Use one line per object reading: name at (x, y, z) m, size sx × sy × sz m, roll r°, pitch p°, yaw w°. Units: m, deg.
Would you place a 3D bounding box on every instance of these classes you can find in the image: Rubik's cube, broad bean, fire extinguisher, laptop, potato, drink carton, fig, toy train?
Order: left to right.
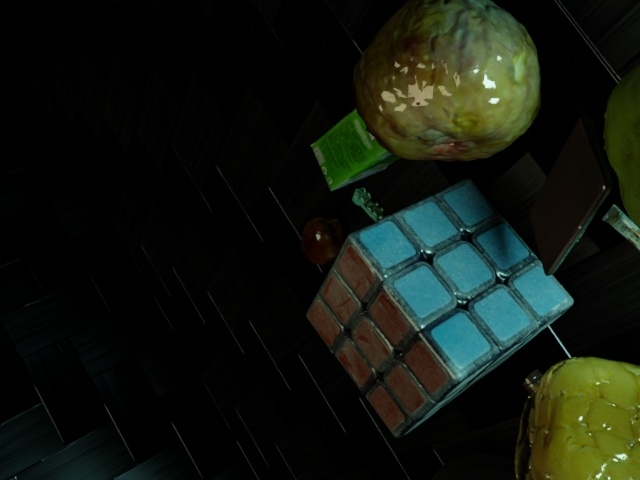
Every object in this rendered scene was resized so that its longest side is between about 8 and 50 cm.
broad bean at (0.000, 0.000, 1.711) m, size 0.165 × 0.085 × 0.114 m, roll 151°, pitch 109°, yaw -66°
toy train at (0.105, -0.076, 1.541) m, size 0.092 × 0.029 × 0.045 m, roll 50°, pitch 155°, yaw 20°
drink carton at (0.105, -0.198, 1.313) m, size 0.108 × 0.161 × 0.271 m, roll 63°, pitch 150°, yaw 2°
Rubik's cube at (0.201, 0.121, 1.273) m, size 0.305 × 0.301 × 0.303 m, roll 53°, pitch 149°, yaw 17°
fig at (0.205, -0.306, 1.056) m, size 0.286 × 0.286 × 0.368 m, roll -1°, pitch 75°, yaw 57°
fire extinguisher at (0.444, 0.313, 1.300) m, size 0.157 × 0.045 × 0.078 m, roll 47°, pitch 174°, yaw 25°
laptop at (0.373, -0.062, 1.054) m, size 0.207 × 0.026 × 0.153 m, roll 102°, pitch 171°, yaw -48°
potato at (0.446, -0.115, 0.873) m, size 0.186 × 0.149 × 0.253 m, roll -114°, pitch 11°, yaw -52°

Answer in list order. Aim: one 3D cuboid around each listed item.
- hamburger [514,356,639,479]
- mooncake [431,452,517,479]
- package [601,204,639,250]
hamburger at (0.440, 0.322, 1.041) m, size 0.319 × 0.319 × 0.158 m, roll 42°, pitch 155°, yaw 33°
mooncake at (0.347, 0.556, 1.448) m, size 0.245 × 0.245 × 0.133 m, roll 11°, pitch 124°, yaw 54°
package at (0.469, -0.007, 1.042) m, size 0.110 × 0.015 × 0.037 m, roll 49°, pitch 141°, yaw 21°
